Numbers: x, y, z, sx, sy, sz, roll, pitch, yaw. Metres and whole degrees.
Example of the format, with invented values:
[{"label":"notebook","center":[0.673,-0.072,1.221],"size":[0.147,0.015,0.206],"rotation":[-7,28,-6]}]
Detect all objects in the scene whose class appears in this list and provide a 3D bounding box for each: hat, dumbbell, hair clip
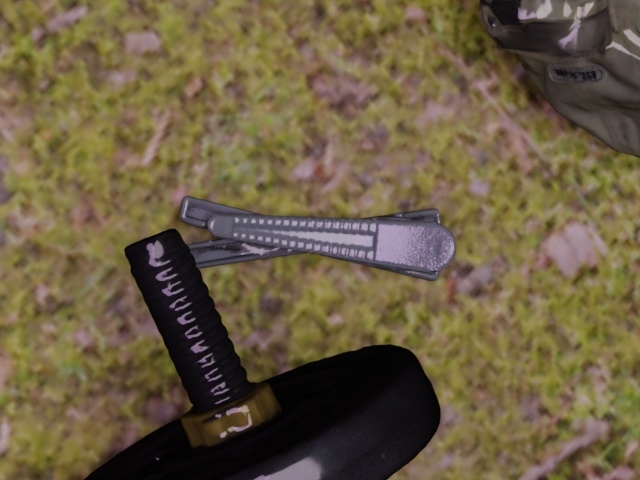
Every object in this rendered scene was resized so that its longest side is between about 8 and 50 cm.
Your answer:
[{"label":"hat","center":[0.154,-0.101,0.807],"size":[0.122,0.081,0.166],"rotation":[31,58,22]},{"label":"dumbbell","center":[0.004,0.146,0.701],"size":[0.143,0.143,0.325],"rotation":[-27,98,-19]},{"label":"hair clip","center":[0.000,-0.001,0.759],"size":[0.115,0.039,0.030],"rotation":[2,83,-18]}]
